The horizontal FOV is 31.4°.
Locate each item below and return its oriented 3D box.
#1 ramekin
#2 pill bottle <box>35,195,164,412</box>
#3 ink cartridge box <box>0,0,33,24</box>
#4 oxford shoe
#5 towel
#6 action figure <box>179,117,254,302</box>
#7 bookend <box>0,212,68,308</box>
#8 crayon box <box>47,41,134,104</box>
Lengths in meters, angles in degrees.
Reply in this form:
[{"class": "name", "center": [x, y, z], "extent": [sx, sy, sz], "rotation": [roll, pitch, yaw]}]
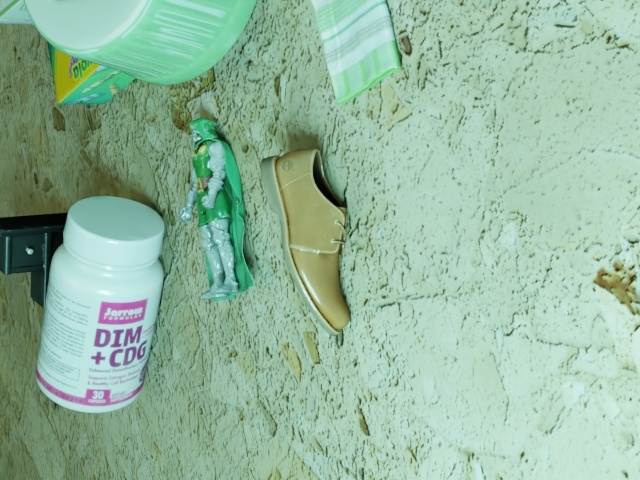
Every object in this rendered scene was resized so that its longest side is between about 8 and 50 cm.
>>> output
[{"class": "ramekin", "center": [-0.228, -0.347, 1.377], "extent": [0.303, 0.148, 0.303], "rotation": [0, 90, 37]}, {"class": "pill bottle", "center": [-0.313, 0.090, 1.632], "extent": [0.160, 0.160, 0.283], "rotation": [43, 129, 44]}, {"class": "ink cartridge box", "center": [-0.422, -0.392, 1.766], "extent": [0.209, 0.109, 0.062], "rotation": [-13, 84, 55]}, {"class": "oxford shoe", "center": [0.000, 0.000, 1.254], "extent": [0.076, 0.076, 0.212], "rotation": [-17, 91, 15]}, {"class": "towel", "center": [0.031, -0.233, 1.208], "extent": [0.113, 0.023, 0.152], "rotation": [-28, 72, 54]}, {"class": "action figure", "center": [-0.137, -0.044, 1.451], "extent": [0.137, 0.063, 0.232], "rotation": [-23, 72, 57]}, {"class": "bookend", "center": [-0.453, 0.042, 1.831], "extent": [0.072, 0.157, 0.156], "rotation": [27, 115, 51]}, {"class": "crayon box", "center": [-0.304, -0.315, 1.628], "extent": [0.278, 0.081, 0.165], "rotation": [-23, 76, 54]}]
